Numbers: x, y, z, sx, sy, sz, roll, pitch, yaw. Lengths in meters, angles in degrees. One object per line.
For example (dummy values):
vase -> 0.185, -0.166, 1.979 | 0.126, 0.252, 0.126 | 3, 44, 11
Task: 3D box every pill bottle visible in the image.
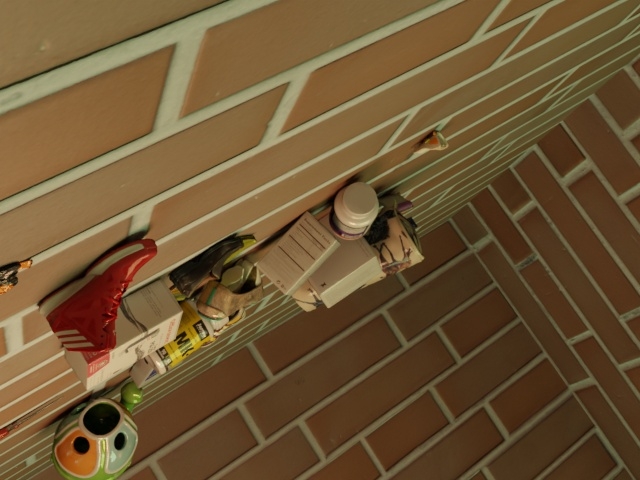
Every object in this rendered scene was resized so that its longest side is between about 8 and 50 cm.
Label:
pill bottle -> 0.082, -0.074, 2.012 | 0.108, 0.108, 0.193 | -32, 172, -12
pill bottle -> -0.332, 0.216, 2.014 | 0.208, 0.119, 0.119 | -36, 173, -21

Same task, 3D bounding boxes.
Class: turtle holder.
turtle holder -> -0.645, 0.581, 2.520 | 0.320, 0.243, 0.227 | -16, 146, -37

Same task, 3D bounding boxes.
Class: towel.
towel -> -0.247, 0.065, 1.839 | 0.237, 0.021, 0.102 | -37, 172, 18

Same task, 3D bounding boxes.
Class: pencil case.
pencil case -> 0.079, 0.051, 2.342 | 0.410, 0.184, 0.160 | -26, 159, 16

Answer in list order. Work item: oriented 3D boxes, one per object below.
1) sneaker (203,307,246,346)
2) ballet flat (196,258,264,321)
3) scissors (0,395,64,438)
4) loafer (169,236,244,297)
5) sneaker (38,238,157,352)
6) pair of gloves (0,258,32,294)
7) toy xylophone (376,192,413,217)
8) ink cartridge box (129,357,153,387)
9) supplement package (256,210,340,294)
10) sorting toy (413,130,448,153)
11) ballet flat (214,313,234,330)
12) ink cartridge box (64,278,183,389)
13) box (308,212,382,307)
sneaker -> -0.310, 0.249, 2.527 | 0.185, 0.069, 0.084 | -39, 164, -11
ballet flat -> -0.194, 0.105, 1.983 | 0.316, 0.107, 0.106 | -42, 152, -74
scissors -> -0.792, 0.480, 2.128 | 0.297, 0.021, 0.109 | -30, 169, -30
loafer -> -0.224, 0.054, 1.723 | 0.170, 0.061, 0.062 | -33, 171, -9
sneaker -> -0.330, 0.100, 1.339 | 0.221, 0.128, 0.087 | -34, 173, 11
pair of gloves -> -0.428, 0.056, 1.121 | 0.074, 0.010, 0.083 | -24, 166, -49
toy xylophone -> 0.153, -0.042, 2.534 | 0.236, 0.081, 0.323 | -26, 166, -46
ink cartridge box -> -0.445, 0.327, 2.428 | 0.165, 0.065, 0.332 | -29, 172, -32
supplement package -> -0.051, 0.033, 2.009 | 0.179, 0.105, 0.105 | -46, 171, 0
sorting toy -> 0.266, -0.233, 2.062 | 0.075, 0.045, 0.083 | -29, 174, 21
ballet flat -> -0.286, 0.199, 2.367 | 0.250, 0.058, 0.084 | -39, -152, 63
ink cartridge box -> -0.395, 0.189, 1.684 | 0.218, 0.092, 0.158 | -32, 165, -29
box -> 0.035, 0.044, 2.187 | 0.182, 0.181, 0.119 | -34, 156, -2
